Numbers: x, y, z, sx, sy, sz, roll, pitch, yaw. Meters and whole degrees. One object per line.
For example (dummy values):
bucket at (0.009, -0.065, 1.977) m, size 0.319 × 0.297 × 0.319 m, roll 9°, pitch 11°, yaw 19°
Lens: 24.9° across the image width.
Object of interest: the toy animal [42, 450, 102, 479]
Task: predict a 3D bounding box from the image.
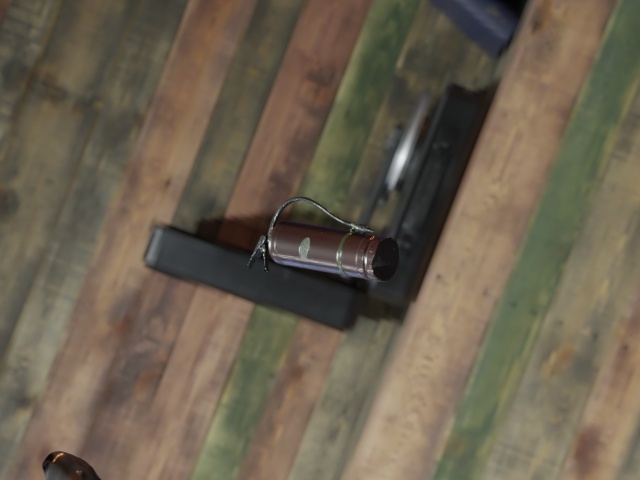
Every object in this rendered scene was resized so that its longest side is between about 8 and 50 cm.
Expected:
toy animal at (-0.141, 0.302, 0.926) m, size 0.225 × 0.302 × 0.284 m, roll -20°, pitch 45°, yaw 30°

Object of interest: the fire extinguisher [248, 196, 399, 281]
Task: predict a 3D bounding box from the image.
fire extinguisher at (0.000, 0.000, 1.389) m, size 0.045 × 0.157 × 0.078 m, roll 13°, pitch -94°, yaw -54°
